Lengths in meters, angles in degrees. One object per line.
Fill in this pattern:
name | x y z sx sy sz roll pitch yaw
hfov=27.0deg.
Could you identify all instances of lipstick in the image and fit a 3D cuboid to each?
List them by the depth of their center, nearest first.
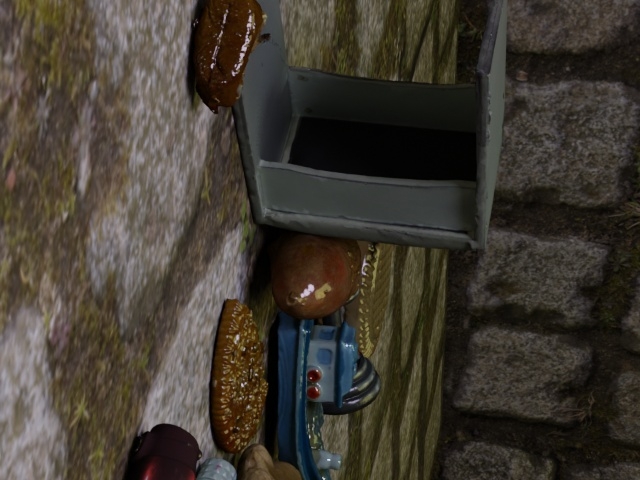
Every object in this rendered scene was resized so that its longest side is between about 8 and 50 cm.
lipstick | -0.114 0.256 1.249 0.116 0.037 0.037 -64 159 -49

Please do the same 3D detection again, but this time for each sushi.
sushi | -0.078 -0.167 1.121 0.118 0.061 0.060 -63 177 -2

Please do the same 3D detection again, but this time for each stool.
stool | 0.055 -0.140 1.322 0.270 0.243 0.170 83 17 -53

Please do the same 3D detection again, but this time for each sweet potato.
sweet potato | 0.000 0.000 1.518 0.385 0.109 0.109 -75 168 -67

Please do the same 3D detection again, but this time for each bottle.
bottle | -0.136 0.223 1.048 0.060 0.060 0.164 83 17 -52

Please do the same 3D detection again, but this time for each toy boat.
toy boat | -0.004 0.195 1.580 0.109 0.098 0.238 -80 172 -69

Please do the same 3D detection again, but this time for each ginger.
ginger | -0.058 0.284 1.410 0.334 0.081 0.148 81 20 -70

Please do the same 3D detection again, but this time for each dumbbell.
dumbbell | 0.016 0.112 1.680 0.110 0.110 0.255 -66 154 -58

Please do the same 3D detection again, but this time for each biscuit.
biscuit | -0.082 0.153 1.367 0.206 0.025 0.126 79 21 -58
biscuit | 0.052 0.054 1.874 0.259 0.079 0.259 7 90 -79
